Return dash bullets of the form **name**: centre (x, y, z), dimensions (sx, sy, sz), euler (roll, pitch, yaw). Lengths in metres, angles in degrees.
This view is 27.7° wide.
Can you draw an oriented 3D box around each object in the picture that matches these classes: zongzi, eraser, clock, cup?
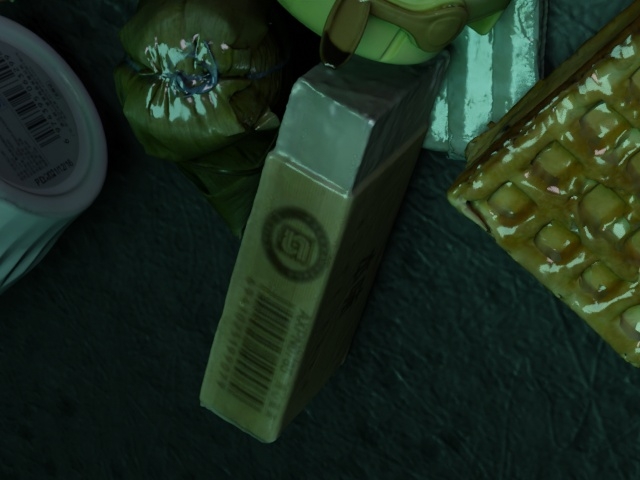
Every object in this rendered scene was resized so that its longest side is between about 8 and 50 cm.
- **zongzi**: centre (-0.083, -0.077, 1.012), dimensions (0.125, 0.251, 0.274), euler (2, 116, 3)
- **eraser**: centre (0.000, 0.000, 1.034), dimensions (0.078, 0.144, 0.343), euler (30, 131, 14)
- **clock**: centre (0.028, -0.183, 0.866), dimensions (0.170, 0.232, 0.069), euler (39, 124, 8)
- **cup**: centre (-0.390, -0.032, 1.182), dimensions (0.371, 0.253, 0.253), euler (-31, 95, 32)

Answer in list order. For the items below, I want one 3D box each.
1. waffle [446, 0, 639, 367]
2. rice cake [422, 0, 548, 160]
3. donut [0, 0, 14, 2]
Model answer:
- **waffle**: centre (0.268, -0.071, 0.907), dimensions (0.213, 0.091, 0.308), euler (41, 124, -10)
- **rice cake**: centre (0.115, -0.161, 0.995), dimensions (0.124, 0.038, 0.211), euler (12, 117, 22)
- **donut**: centre (-0.319, -0.282, 1.147), dimensions (0.117, 0.065, 0.166), euler (-15, 103, 29)
